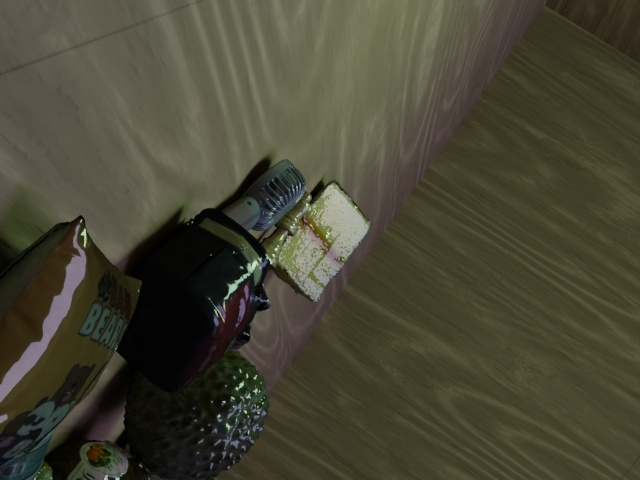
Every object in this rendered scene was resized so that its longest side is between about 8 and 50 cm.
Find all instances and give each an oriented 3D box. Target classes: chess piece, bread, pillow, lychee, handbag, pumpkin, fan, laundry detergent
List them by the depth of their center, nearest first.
[{"bbox_3d":[-0.318,0.131,1.156,0.312,0.119,0.310,-53,168,-9],"label":"pillow"},{"bbox_3d":[-0.418,0.310,1.445,0.225,0.070,0.099,-63,175,36],"label":"laundry detergent"},{"bbox_3d":[-0.181,0.089,1.570,0.181,0.181,0.254,-45,169,-43],"label":"handbag"},{"bbox_3d":[-0.387,0.452,1.751,0.260,0.189,0.260,-52,171,-12],"label":"pumpkin"},{"bbox_3d":[-0.114,-0.054,1.771,0.130,0.074,0.244,-48,173,39],"label":"fan"},{"bbox_3d":[-0.218,0.289,1.857,0.275,0.255,0.255,-13,-179,14],"label":"lychee"},{"bbox_3d":[-0.072,-0.026,2.140,0.172,0.060,0.060,-57,172,-14],"label":"chess piece"},{"bbox_3d":[0.000,0.000,2.359,0.240,0.135,0.178,-52,171,-8],"label":"bread"}]

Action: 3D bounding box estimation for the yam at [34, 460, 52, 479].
[{"bbox_3d":[-0.450,0.398,1.602,0.146,0.070,0.069,-52,171,-13],"label":"yam"}]

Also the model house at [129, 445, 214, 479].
[{"bbox_3d":[-0.361,0.435,2.111,0.205,0.218,0.278,-21,144,17],"label":"model house"}]
